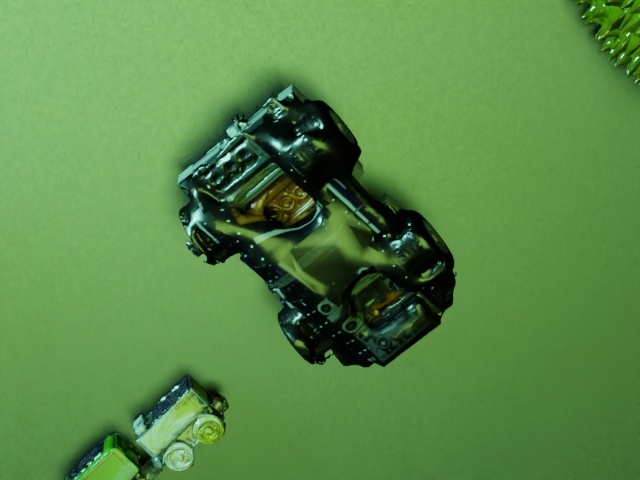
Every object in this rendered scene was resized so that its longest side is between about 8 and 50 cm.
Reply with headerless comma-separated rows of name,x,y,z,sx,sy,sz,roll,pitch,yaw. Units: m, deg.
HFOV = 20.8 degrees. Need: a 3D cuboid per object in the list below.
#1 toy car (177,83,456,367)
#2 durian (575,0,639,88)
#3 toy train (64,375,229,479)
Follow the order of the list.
toy car,0.001,0.000,1.742,0.193,0.118,0.301,-39,110,12
durian,0.357,-0.237,1.715,0.169,0.157,0.355,-35,111,-16
toy train,-0.183,0.222,1.807,0.202,0.060,0.081,-44,103,3
